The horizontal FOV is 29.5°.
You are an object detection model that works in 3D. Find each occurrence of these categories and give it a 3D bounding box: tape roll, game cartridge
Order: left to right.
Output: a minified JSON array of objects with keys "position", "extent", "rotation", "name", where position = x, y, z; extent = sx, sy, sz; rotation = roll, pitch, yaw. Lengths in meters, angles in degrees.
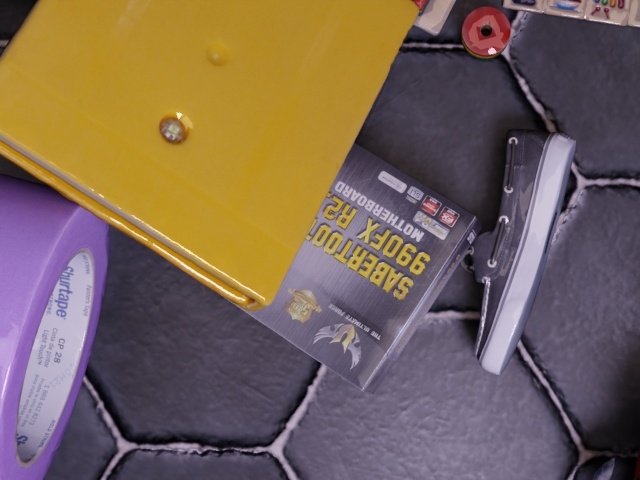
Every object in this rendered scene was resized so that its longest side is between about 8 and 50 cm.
[{"position":[-0.262,0.087,1.020],"extent":[0.090,0.275,0.275],"rotation":[14,89,3],"name":"tape roll"},{"position":[-0.094,-0.148,1.015],"extent":[0.285,0.052,0.324],"rotation":[34,66,-17],"name":"game cartridge"}]

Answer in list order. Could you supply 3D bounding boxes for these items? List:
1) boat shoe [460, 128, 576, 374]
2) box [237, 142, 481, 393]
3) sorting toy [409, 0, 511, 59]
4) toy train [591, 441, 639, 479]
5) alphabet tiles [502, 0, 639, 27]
[{"position":[0.168,0.005,1.112],"extent":[0.076,0.080,0.228],"rotation":[16,91,16],"name":"boat shoe"},{"position":[0.000,0.000,1.098],"extent":[0.231,0.056,0.183],"rotation":[33,89,17],"name":"box"},{"position":[0.072,-0.284,1.128],"extent":[0.274,0.046,0.132],"rotation":[28,91,5],"name":"sorting toy"},{"position":[0.402,0.255,1.032],"extent":[0.334,0.142,0.190],"rotation":[30,128,4],"name":"toy train"},{"position":[0.226,-0.311,1.150],"extent":[0.237,0.009,0.198],"rotation":[9,89,2],"name":"alphabet tiles"}]
